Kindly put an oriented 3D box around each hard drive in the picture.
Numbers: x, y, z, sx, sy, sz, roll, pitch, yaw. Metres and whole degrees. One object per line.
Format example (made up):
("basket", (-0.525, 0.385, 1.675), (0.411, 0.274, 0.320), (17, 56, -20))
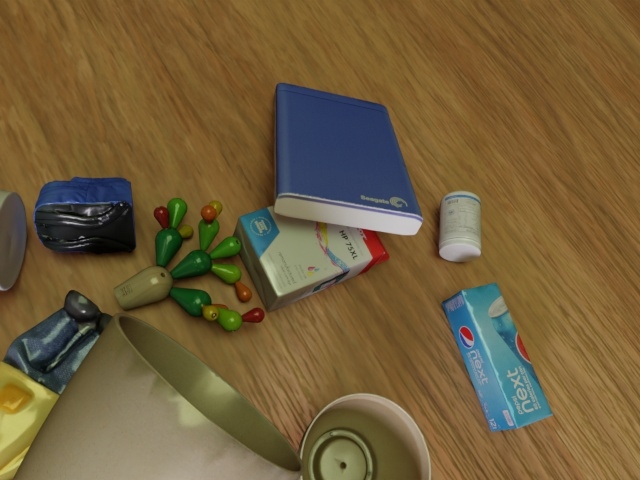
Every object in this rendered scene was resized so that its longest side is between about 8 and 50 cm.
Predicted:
("hard drive", (0.030, -0.144, 0.801), (0.210, 0.040, 0.318), (9, 42, -13))

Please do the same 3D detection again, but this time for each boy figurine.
("boy figurine", (-0.355, 0.187, 0.560), (0.177, 0.092, 0.285), (42, 58, -6))

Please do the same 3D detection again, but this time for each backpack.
("backpack", (-0.317, -0.035, 0.678), (0.120, 0.098, 0.101), (-5, 38, -19))

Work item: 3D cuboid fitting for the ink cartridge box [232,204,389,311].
("ink cartridge box", (0.000, 0.000, 0.765), (0.231, 0.078, 0.134), (-21, 73, -25))

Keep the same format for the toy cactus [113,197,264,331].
("toy cactus", (-0.189, 0.043, 0.684), (0.181, 0.112, 0.219), (-26, 83, -16))

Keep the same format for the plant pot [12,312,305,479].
("plant pot", (-0.200, 0.260, 0.503), (0.256, 0.256, 0.274), (39, 78, 4))

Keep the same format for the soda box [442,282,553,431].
("soda box", (0.268, 0.177, 0.770), (0.071, 0.067, 0.210), (-9, 69, -21))

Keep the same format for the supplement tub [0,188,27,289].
("supplement tub", (-0.474, -0.007, 0.585), (0.200, 0.144, 0.144), (5, 64, -15))

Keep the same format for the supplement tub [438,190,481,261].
("supplement tub", (0.239, -0.024, 0.855), (0.071, 0.071, 0.107), (14, 63, -10))

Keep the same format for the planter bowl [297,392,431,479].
("planter bowl", (0.041, 0.282, 0.626), (0.162, 0.109, 0.162), (6, 64, -14))
